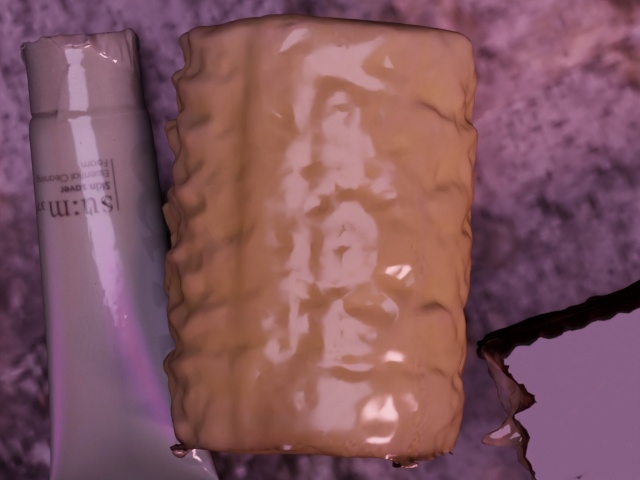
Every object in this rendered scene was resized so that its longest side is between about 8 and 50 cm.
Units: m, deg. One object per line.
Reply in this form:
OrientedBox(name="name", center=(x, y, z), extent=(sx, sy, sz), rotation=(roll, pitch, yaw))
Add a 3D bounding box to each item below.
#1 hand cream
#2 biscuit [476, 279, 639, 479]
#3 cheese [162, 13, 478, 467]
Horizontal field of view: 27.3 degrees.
OrientedBox(name="hand cream", center=(-0.089, 0.016, 0.550), extent=(0.078, 0.050, 0.205), rotation=(-6, 94, 9))
OrientedBox(name="biscuit", center=(0.183, 0.050, 0.498), extent=(0.252, 0.070, 0.106), rotation=(-21, 87, 8))
OrientedBox(name="cheese", center=(0.000, 0.000, 0.515), extent=(0.123, 0.094, 0.167), rotation=(0, 86, 18))
